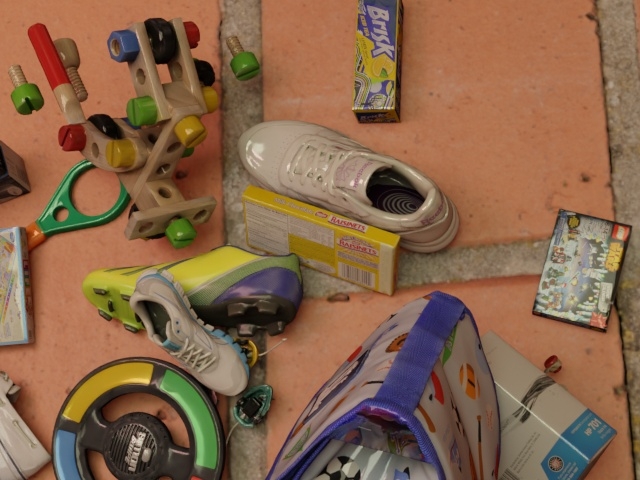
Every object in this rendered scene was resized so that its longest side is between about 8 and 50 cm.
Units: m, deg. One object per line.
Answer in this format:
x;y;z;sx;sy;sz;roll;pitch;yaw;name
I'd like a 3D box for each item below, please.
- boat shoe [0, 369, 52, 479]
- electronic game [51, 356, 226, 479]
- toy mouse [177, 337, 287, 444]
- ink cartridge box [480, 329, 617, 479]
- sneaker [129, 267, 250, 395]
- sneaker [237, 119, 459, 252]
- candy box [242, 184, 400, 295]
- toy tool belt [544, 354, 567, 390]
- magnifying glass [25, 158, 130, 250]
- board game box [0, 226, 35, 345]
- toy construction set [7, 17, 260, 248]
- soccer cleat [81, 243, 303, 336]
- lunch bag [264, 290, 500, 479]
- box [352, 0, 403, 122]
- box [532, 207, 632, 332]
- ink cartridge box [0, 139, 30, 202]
-0.420;0.204;1.725;0.076;0.083;0.226;-29;85;-10;boat shoe
-0.228;0.259;1.669;0.229;0.048;0.229;-2;84;14;electronic game
-0.113;0.194;1.687;0.161;0.031;0.143;-1;88;16;toy mouse
0.224;0.220;1.560;0.190;0.139;0.082;41;41;19;ink cartridge box
-0.165;0.124;1.626;0.071;0.083;0.191;-42;97;20;sneaker
0.031;-0.089;1.679;0.305;0.152;0.114;22;81;16;sneaker
0.000;0.000;1.685;0.206;0.105;0.027;19;53;14;candy box
0.269;0.184;1.620;0.083;0.052;0.051;-44;100;-2;toy tool belt
-0.354;-0.029;1.800;0.231;0.026;0.092;-35;72;-2;magnifying glass
-0.435;0.063;1.769;0.103;0.026;0.154;-5;87;9;board game box
-0.222;-0.124;1.643;0.257;0.309;0.237;-36;67;22;toy construction set
-0.160;0.057;1.719;0.289;0.093;0.121;2;52;13;soccer cleat
0.066;0.274;1.410;0.239;0.328;0.385;14;112;11;lunch bag
0.076;-0.241;1.763;0.059;0.054;0.169;0;74;10;box
0.323;0.037;1.656;0.094;0.027;0.137;14;78;13;box
-0.568;-0.053;1.770;0.332;0.165;0.065;-20;74;5;ink cartridge box
